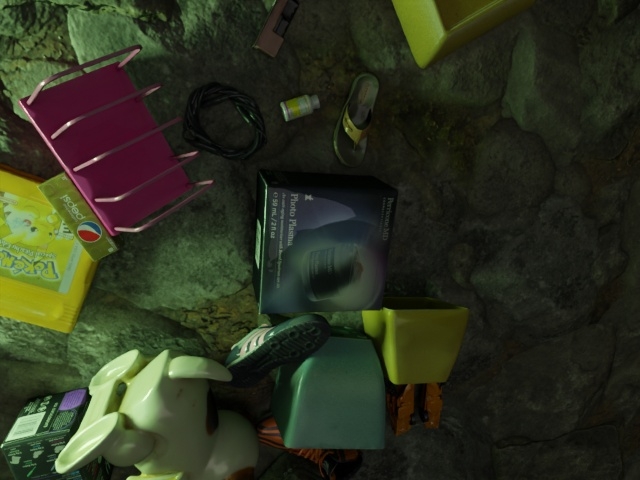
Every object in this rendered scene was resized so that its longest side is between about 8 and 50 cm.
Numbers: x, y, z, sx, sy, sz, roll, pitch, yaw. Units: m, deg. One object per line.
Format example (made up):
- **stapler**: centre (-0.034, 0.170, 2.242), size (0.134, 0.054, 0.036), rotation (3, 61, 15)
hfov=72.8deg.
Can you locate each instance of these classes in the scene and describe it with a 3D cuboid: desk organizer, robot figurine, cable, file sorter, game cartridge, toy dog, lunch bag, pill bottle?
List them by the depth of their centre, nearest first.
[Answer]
- **file sorter**: centre (-0.364, -0.182, 0.820), size (0.202, 0.182, 0.291), rotation (-41, 117, -32)
- **desk organizer**: centre (-0.090, -0.452, 0.905), size (0.050, 0.047, 0.130), rotation (25, 101, -22)
- **game cartridge**: centre (-0.634, 0.021, 0.936), size (0.285, 0.053, 0.324), rotation (21, 101, -19)
- **cable**: centre (-0.202, -0.257, 0.952), size (0.184, 0.047, 0.151), rotation (17, 99, -16)
- **pill bottle**: centre (-0.045, -0.299, 0.970), size (0.083, 0.043, 0.043), rotation (-20, 112, -7)
- **toy dog**: centre (-0.319, 0.448, 1.052), size (0.395, 0.284, 0.408), rotation (-36, 119, 2)
- **lunch bag**: centre (-0.081, 0.794, 1.224), size (0.212, 0.256, 0.305), rotation (41, 95, -22)
- **robot figurine**: centre (0.279, 0.435, 1.278), size (0.211, 0.085, 0.291), rotation (-6, 111, -12)

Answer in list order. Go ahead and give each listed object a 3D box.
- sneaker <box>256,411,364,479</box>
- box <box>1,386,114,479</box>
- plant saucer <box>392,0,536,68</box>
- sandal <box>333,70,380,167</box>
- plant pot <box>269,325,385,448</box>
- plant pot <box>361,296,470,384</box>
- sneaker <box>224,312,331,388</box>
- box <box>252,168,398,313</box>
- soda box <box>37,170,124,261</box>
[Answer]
- **sneaker**: centre (-0.021, 0.570, 1.201), size (0.321, 0.180, 0.125), rotation (11, 106, -17)
- **box**: centre (-0.621, 0.524, 1.051), size (0.143, 0.165, 0.271), rotation (-10, 110, -10)
- **plant saucer**: centre (0.308, -0.603, 0.930), size (0.332, 0.081, 0.333), rotation (-31, 113, -2)
- **sandal**: centre (0.091, -0.276, 1.000), size (0.089, 0.060, 0.219), rotation (14, 105, -17)
- **plant pot**: centre (0.024, 0.352, 1.111), size (0.247, 0.247, 0.253), rotation (8, 90, -16)
- **plant pot**: centre (0.230, 0.251, 1.108), size (0.212, 0.212, 0.187), rotation (2, 90, -14)
- **sneaker**: centre (-0.111, 0.235, 1.047), size (0.319, 0.131, 0.112), rotation (-31, 119, 22)
- **box**: centre (0.000, 0.000, 1.011), size (0.293, 0.183, 0.297), rotation (0, 109, -15)
- **soda box**: centre (-0.486, -0.051, 0.890), size (0.061, 0.058, 0.181), rotation (-28, 112, -3)
